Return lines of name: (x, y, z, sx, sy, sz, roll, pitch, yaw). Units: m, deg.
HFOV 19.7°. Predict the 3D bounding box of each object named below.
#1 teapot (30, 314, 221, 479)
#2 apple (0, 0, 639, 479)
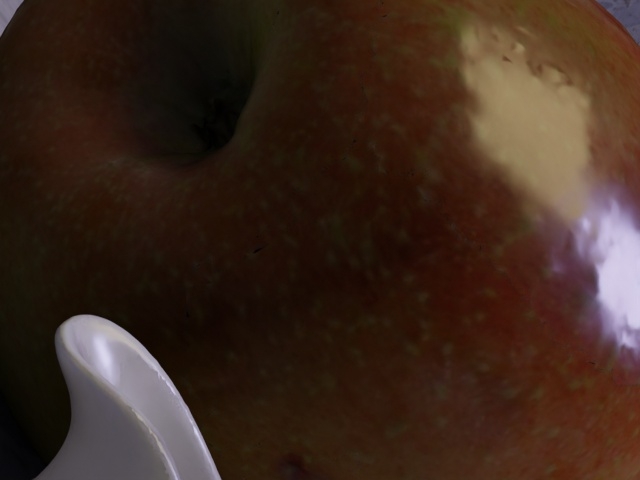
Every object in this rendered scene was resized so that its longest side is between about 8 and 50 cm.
teapot: (-0.018, 0.175, 0.609, 0.299, 0.166, 0.208, 40, 5, -12)
apple: (0.000, 0.000, 0.782, 0.277, 0.319, 0.319, 28, 33, -53)
